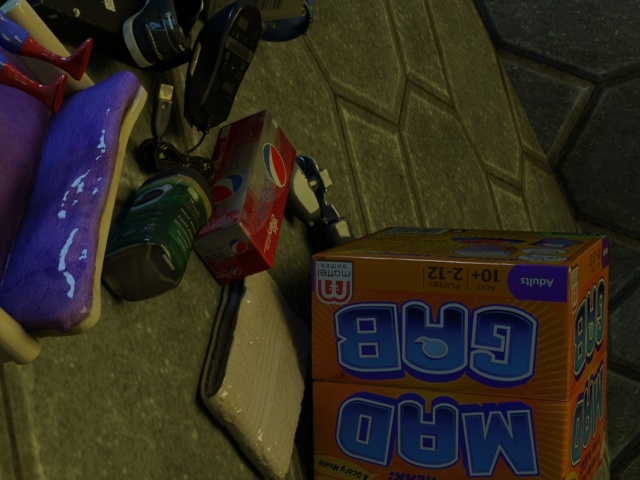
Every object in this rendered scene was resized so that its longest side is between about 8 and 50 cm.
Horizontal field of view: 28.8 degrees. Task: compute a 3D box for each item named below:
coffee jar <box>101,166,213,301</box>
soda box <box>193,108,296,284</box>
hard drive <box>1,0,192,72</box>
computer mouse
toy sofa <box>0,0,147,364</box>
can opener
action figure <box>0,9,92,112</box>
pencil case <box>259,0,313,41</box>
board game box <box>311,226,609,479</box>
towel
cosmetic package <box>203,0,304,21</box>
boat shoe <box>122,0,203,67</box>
[{"bbox_3d":[-0.190,-0.012,1.481,0.079,0.096,0.184,59,26,-26],"label":"coffee jar"},{"bbox_3d":[-0.104,-0.064,1.739,0.092,0.083,0.263,56,28,-32],"label":"soda box"},{"bbox_3d":[-0.290,-0.352,1.550,0.339,0.064,0.236,5,68,-65],"label":"hard drive"},{"bbox_3d":[-0.168,-0.205,1.628,0.184,0.060,0.262,7,102,-67],"label":"computer mouse"},{"bbox_3d":[-0.295,-0.062,1.169,0.150,0.177,0.362,52,30,-39],"label":"toy sofa"},{"bbox_3d":[0.000,0.000,1.984,0.095,0.076,0.283,-26,100,-35],"label":"can opener"},{"bbox_3d":[-0.339,-0.238,1.112,0.280,0.139,0.091,24,44,-2],"label":"action figure"},{"bbox_3d":[-0.070,-0.462,2.063,0.119,0.133,0.306,32,41,-33],"label":"pencil case"},{"bbox_3d":[0.214,0.178,1.821,0.356,0.357,0.356,-17,109,-68],"label":"board game box"},{"bbox_3d":[-0.078,0.165,1.673,0.187,0.049,0.282,56,27,-33],"label":"towel"},{"bbox_3d":[-0.121,-0.489,1.889,0.129,0.153,0.296,119,-41,-70],"label":"cosmetic package"},{"bbox_3d":[-0.178,-0.294,1.585,0.084,0.079,0.233,59,24,-25],"label":"boat shoe"}]
